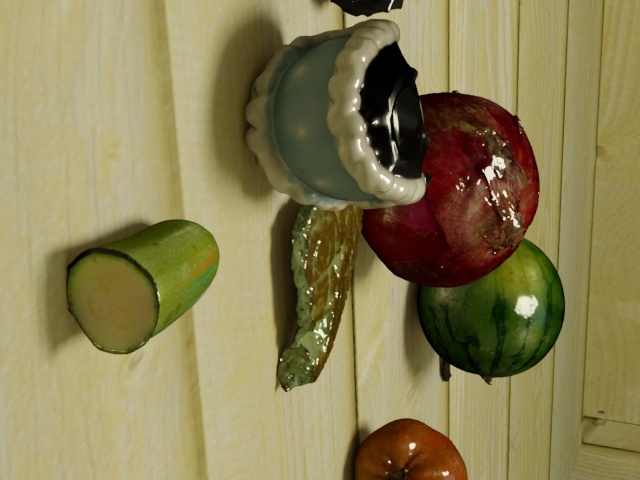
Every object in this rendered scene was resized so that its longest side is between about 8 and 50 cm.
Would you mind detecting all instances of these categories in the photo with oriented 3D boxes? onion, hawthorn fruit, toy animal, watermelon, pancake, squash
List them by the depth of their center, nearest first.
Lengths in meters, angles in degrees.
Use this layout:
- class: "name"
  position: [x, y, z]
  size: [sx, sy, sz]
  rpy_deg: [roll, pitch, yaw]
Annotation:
- class: "squash"
  position: [-0.142, 0.030, 1.203]
  size: [0.188, 0.095, 0.095]
  rpy_deg: [-33, 128, -65]
- class: "toy animal"
  position: [0.015, -0.126, 1.441]
  size: [0.156, 0.204, 0.208]
  rpy_deg: [-17, 101, -47]
- class: "pancake"
  position: [-0.005, 0.000, 1.638]
  size: [0.197, 0.054, 0.376]
  rpy_deg: [33, 64, -70]
- class: "onion"
  position: [0.172, -0.068, 1.806]
  size: [0.276, 0.276, 0.276]
  rpy_deg: [7, 90, -70]
- class: "hawthorn fruit"
  position: [0.129, 0.351, 1.960]
  size: [0.189, 0.189, 0.189]
  rpy_deg: [7, 90, -70]
- class: "watermelon"
  position: [0.274, 0.103, 2.160]
  size: [0.242, 0.242, 0.242]
  rpy_deg: [7, 90, -70]

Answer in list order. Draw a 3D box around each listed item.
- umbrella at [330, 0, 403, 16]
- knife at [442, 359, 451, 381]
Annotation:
- class: "umbrella"
  position: [0.103, -0.420, 1.560]
  size: [0.340, 0.118, 0.118]
  rpy_deg: [-63, 166, 18]
- class: "knife"
  position: [0.221, 0.170, 2.354]
  size: [0.045, 0.021, 0.222]
  rpy_deg: [-58, 153, -47]
